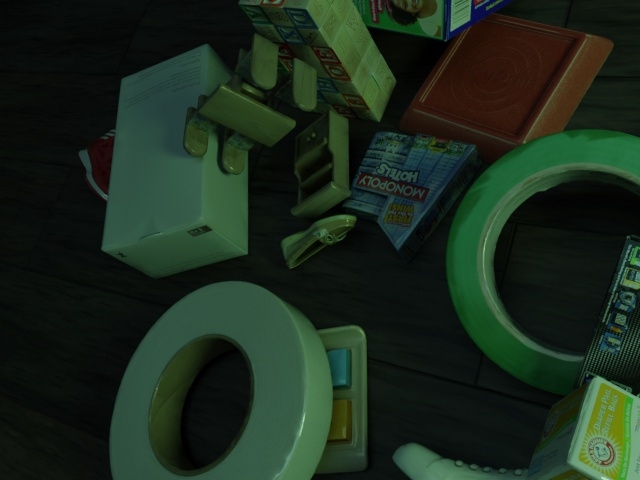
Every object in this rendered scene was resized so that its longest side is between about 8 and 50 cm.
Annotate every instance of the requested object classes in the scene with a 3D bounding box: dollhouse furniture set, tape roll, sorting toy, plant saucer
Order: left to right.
[{"bbox_3d":[-0.160,0.252,0.950,0.391,0.072,0.392,-18,56,28],"label":"tape roll"},{"bbox_3d":[-0.076,-0.158,1.010,0.212,0.242,0.161,-31,48,43],"label":"dollhouse furniture set"},{"bbox_3d":[-0.023,0.237,0.939,0.192,0.038,0.209,-12,63,22],"label":"sorting toy"},{"bbox_3d":[0.283,-0.256,1.008,0.258,0.048,0.259,28,81,34],"label":"plant saucer"},{"bbox_3d":[0.322,0.028,0.783,0.321,0.077,0.322,-3,83,25],"label":"tape roll"}]

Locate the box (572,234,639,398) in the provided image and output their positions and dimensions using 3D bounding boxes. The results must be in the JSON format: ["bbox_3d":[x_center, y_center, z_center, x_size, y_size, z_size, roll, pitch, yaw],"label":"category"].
[{"bbox_3d":[0.392,0.110,0.673,0.184,0.045,0.191,21,95,26],"label":"box"}]

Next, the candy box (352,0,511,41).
[{"bbox_3d":[0.140,-0.449,1.055,0.317,0.122,0.268,21,44,33],"label":"candy box"}]

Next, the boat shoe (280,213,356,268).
[{"bbox_3d":[-0.002,0.000,1.021,0.153,0.056,0.048,-23,72,32],"label":"boat shoe"}]

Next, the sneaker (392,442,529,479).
[{"bbox_3d":[0.231,0.300,0.748,0.290,0.106,0.123,26,77,23],"label":"sneaker"}]

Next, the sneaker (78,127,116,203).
[{"bbox_3d":[-0.416,-0.160,1.300,0.128,0.087,0.221,-44,56,4],"label":"sneaker"}]

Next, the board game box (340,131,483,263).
[{"bbox_3d":[0.126,-0.072,0.994,0.194,0.060,0.194,18,76,32],"label":"board game box"}]

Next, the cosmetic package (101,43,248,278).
[{"bbox_3d":[-0.259,-0.145,1.172,0.217,0.156,0.385,-13,63,22],"label":"cosmetic package"}]

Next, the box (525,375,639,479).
[{"bbox_3d":[0.336,0.246,0.648,0.203,0.114,0.103,28,60,9],"label":"box"}]

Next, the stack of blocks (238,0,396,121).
[{"bbox_3d":[-0.011,-0.318,1.035,0.171,0.297,0.087,16,76,31],"label":"stack of blocks"}]
